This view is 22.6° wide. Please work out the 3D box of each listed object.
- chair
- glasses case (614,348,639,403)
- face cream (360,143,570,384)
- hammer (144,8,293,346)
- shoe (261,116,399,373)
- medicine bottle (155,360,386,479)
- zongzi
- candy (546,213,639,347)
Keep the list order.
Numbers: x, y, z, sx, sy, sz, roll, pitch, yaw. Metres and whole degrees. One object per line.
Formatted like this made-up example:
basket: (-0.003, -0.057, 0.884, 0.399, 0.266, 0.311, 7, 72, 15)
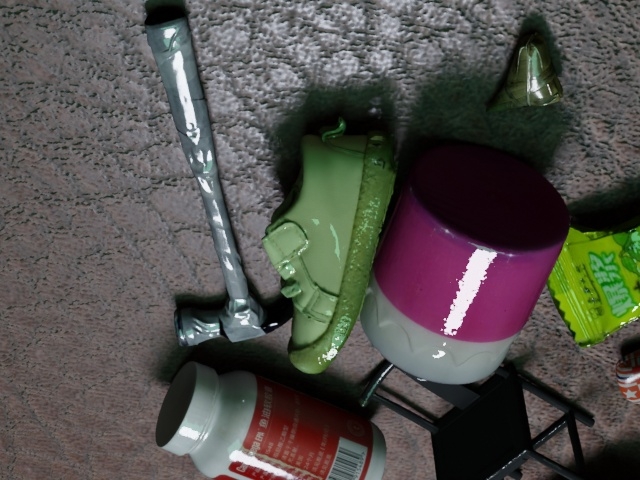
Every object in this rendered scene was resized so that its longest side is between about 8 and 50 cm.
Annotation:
chair: (0.191, 0.231, 1.857, 0.260, 0.141, 0.154, 30, 123, -27)
glasses case: (0.436, 0.137, 1.834, 0.195, 0.049, 0.073, -17, 130, 13)
face cream: (0.145, 0.025, 1.655, 0.175, 0.175, 0.195, 11, 129, -10)
hammer: (-0.124, -0.054, 1.674, 0.152, 0.044, 0.427, -10, 129, 6)
shoe: (0.007, 0.002, 1.651, 0.128, 0.140, 0.262, 22, 104, 11)
medicine bottle: (-0.056, 0.232, 1.855, 0.250, 0.131, 0.131, 24, 125, -19)
zongzi: (0.192, -0.166, 1.593, 0.083, 0.040, 0.076, -7, 125, 28)
candy: (0.354, 0.011, 1.695, 0.246, 0.069, 0.149, -23, 94, 14)
